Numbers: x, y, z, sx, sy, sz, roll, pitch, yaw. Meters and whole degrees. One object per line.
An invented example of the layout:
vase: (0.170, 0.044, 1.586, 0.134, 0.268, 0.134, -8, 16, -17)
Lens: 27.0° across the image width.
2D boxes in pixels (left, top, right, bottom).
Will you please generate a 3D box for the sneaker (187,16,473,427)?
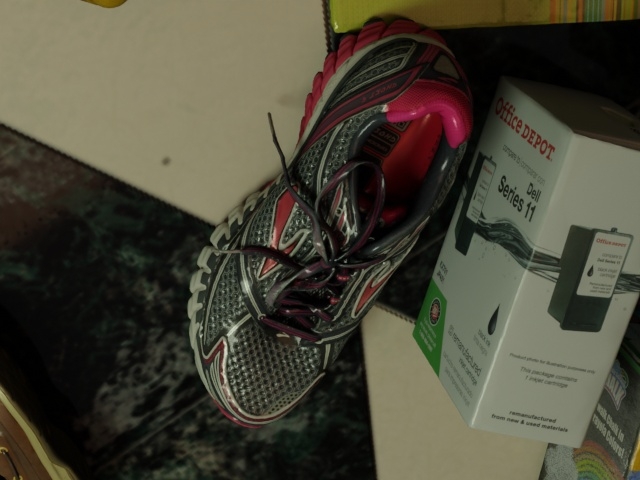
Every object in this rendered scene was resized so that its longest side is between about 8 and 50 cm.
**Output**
sneaker: (0.000, 0.000, 0.876, 0.120, 0.112, 0.299, 18, 113, -19)

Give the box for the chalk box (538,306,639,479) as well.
chalk box: (0.262, 0.128, 0.978, 0.132, 0.132, 0.213, 6, 111, -15)

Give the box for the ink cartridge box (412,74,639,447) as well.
ink cartridge box: (0.148, 0.009, 0.895, 0.086, 0.153, 0.209, 12, 107, -16)

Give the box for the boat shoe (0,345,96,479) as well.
boat shoe: (-0.216, 0.133, 0.911, 0.060, 0.064, 0.178, -29, 117, -2)

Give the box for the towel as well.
towel: (0.121, -0.194, 0.882, 0.237, 0.021, 0.102, -5, 107, -10)

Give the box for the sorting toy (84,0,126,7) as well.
sorting toy: (-0.247, -0.130, 0.730, 0.365, 0.126, 0.127, -21, 137, -13)
